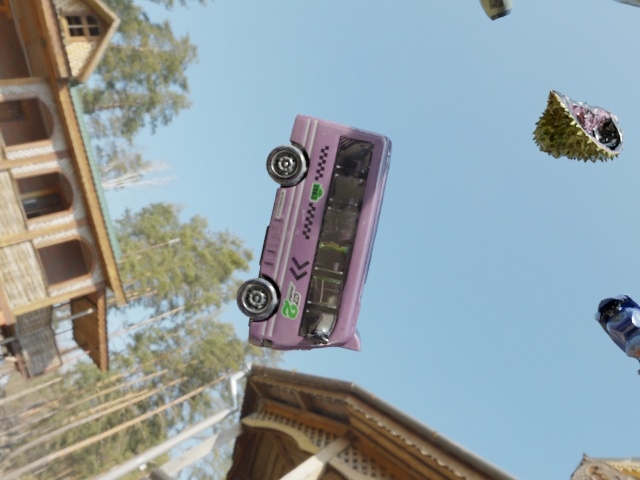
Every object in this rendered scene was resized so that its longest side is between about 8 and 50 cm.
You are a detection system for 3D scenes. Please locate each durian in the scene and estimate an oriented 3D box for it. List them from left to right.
[{"bbox_3d":[0.458,-0.178,0.908,0.108,0.187,0.119,-39,-131,52],"label":"durian"}]

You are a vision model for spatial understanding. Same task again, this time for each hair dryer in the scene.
[{"bbox_3d":[0.286,-0.479,0.856,0.067,0.199,0.167,-16,-86,24],"label":"hair dryer"}]

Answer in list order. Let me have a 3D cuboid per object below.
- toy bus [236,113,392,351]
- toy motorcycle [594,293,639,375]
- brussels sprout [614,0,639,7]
[{"bbox_3d":[0.000,0.000,0.396,0.087,0.098,0.178,44,58,-85],"label":"toy bus"},{"bbox_3d":[0.449,0.136,0.701,0.114,0.205,0.076,41,-69,-3],"label":"toy motorcycle"},{"bbox_3d":[0.423,-0.311,0.385,0.371,0.315,0.276,4,-45,27],"label":"brussels sprout"}]
